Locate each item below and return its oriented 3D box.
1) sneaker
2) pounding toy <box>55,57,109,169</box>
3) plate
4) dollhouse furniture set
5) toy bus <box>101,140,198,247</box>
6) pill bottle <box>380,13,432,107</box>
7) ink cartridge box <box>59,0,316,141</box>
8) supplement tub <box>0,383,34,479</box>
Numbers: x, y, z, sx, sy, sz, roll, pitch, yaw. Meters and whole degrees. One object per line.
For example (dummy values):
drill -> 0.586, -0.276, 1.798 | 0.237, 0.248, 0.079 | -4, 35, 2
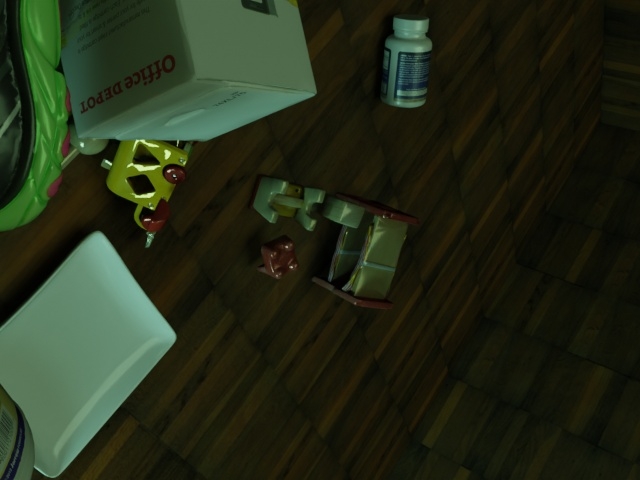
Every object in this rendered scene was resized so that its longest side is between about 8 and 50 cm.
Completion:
sneaker -> -0.333, -0.244, 0.585 | 0.202, 0.185, 0.483 | -8, 94, -39
pounding toy -> -0.328, -0.140, 0.793 | 0.183, 0.110, 0.237 | -52, 144, -23
plate -> -0.354, 0.160, 0.995 | 0.278, 0.045, 0.277 | -51, 145, -25
dollhouse furniture set -> 0.000, 0.000, 1.369 | 0.374, 0.152, 0.201 | 12, 99, -40
toy bus -> -0.237, -0.098, 0.956 | 0.104, 0.191, 0.202 | 24, 86, -15
pill bottle -> 0.173, -0.360, 1.419 | 0.094, 0.094, 0.169 | -29, 131, -45
ink cartridge box -> -0.161, -0.264, 0.784 | 0.197, 0.198, 0.270 | -9, 86, -53
supplement tub -> -0.402, 0.117, 0.537 | 0.241, 0.241, 0.331 | -45, 133, -32
